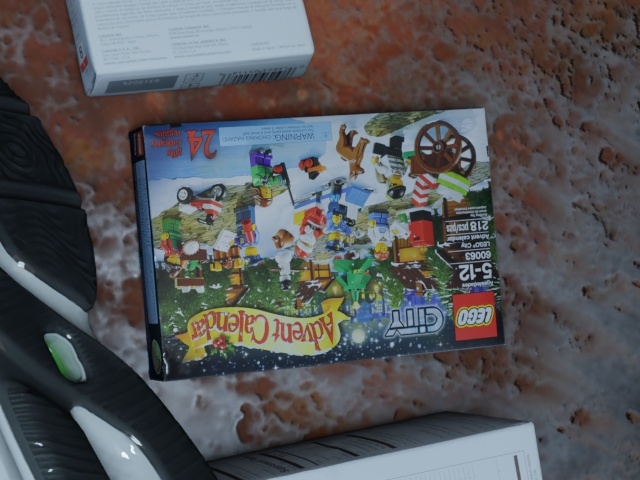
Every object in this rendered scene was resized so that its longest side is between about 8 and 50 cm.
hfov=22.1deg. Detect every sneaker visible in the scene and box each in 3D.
[{"bbox_3d":[-0.238,0.092,0.903,0.169,0.257,0.447,8,47,-56],"label":"sneaker"}]

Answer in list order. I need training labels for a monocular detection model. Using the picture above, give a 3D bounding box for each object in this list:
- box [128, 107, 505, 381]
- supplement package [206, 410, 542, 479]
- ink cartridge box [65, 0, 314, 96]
[{"bbox_3d":[0.000,0.000,1.054,0.233,0.044,0.159,-5,88,-19],"label":"box"},{"bbox_3d":[0.004,0.194,0.998,0.244,0.134,0.139,-8,90,-20],"label":"supplement package"},{"bbox_3d":[-0.094,-0.184,1.045,0.145,0.045,0.179,-7,71,-19],"label":"ink cartridge box"}]
